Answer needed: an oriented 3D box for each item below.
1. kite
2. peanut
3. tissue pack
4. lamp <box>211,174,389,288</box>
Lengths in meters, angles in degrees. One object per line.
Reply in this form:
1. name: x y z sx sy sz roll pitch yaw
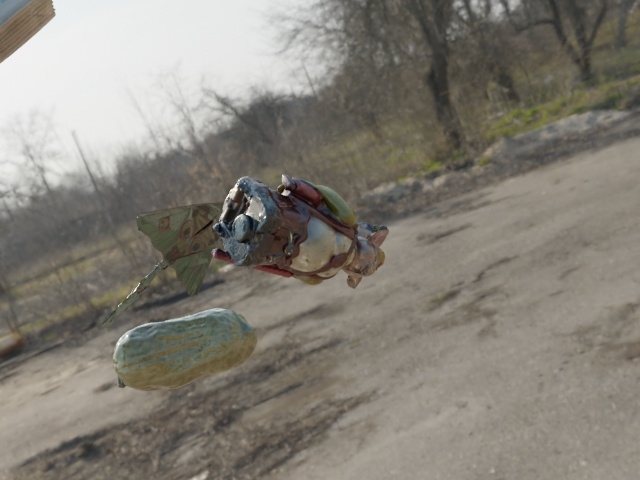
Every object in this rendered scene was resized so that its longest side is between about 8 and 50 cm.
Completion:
1. kite: -0.217 0.028 1.090 0.012 0.229 0.250 35 75 31
2. peanut: -0.278 0.223 1.589 0.291 0.142 0.159 -15 2 -17
3. tissue pack: -0.613 -0.389 1.266 0.326 0.071 0.170 22 55 16
4. lamp: 0.000 0.000 0.914 0.253 0.118 0.118 17 -20 -39
